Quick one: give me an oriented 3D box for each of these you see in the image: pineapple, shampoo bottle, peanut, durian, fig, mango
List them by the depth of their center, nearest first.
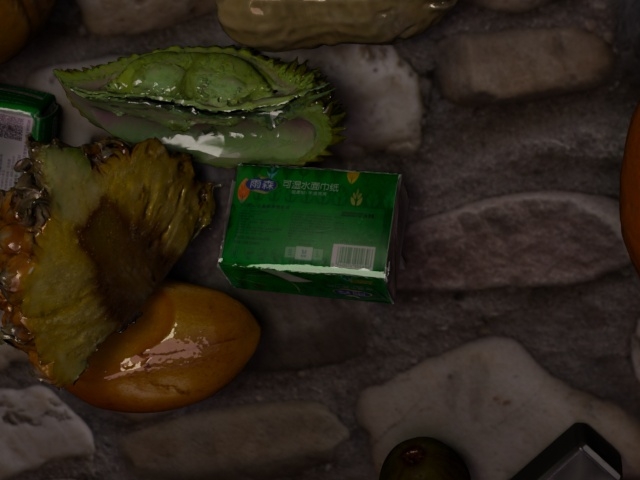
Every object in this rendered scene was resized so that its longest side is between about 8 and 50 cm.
[{"bbox_3d":[0.021,-0.288,1.287,0.290,0.130,0.130,-1,106,8],"label":"peanut"},{"bbox_3d":[-0.326,-0.041,1.336,0.209,0.344,0.286,17,147,37],"label":"pineapple"},{"bbox_3d":[-0.136,-0.153,1.336,0.351,0.169,0.158,6,107,10],"label":"durian"},{"bbox_3d":[0.281,0.348,1.439,0.080,0.079,0.246,42,111,-1],"label":"shampoo bottle"},{"bbox_3d":[-0.205,0.140,1.459,0.257,0.138,0.187,5,86,9],"label":"mango"},{"bbox_3d":[0.143,0.372,1.471,0.124,0.124,0.236,-2,120,13],"label":"fig"}]

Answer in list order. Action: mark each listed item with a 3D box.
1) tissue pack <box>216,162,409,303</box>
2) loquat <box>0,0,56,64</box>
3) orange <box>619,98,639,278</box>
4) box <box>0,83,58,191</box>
[{"bbox_3d":[-0.001,-0.001,1.377,0.209,0.156,0.148,4,71,13],"label":"tissue pack"},{"bbox_3d":[-0.459,-0.326,1.318,0.283,0.276,0.276,-27,99,35],"label":"loquat"},{"bbox_3d":[0.522,-0.055,1.139,0.423,0.326,0.424,14,120,25],"label":"orange"},{"bbox_3d":[-0.474,-0.120,1.435,0.250,0.103,0.180,11,109,-7],"label":"box"}]
